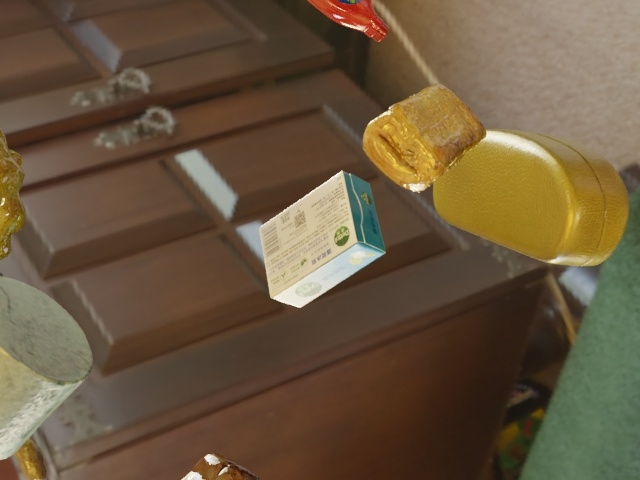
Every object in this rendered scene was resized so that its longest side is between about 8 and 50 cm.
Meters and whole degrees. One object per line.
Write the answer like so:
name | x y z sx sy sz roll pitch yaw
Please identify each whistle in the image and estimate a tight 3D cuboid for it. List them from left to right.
whistle | -0.469 0.151 1.511 0.168 0.404 0.188 -45 54 17

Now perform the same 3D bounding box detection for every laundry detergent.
laundry detergent | 0.037 -0.364 1.769 0.165 0.097 0.049 39 142 -13

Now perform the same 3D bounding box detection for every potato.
potato | -0.510 0.383 2.064 0.092 0.045 0.046 62 147 25

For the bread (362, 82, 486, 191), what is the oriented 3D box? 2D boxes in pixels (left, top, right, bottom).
bread | 0.131 -0.131 1.474 0.114 0.211 0.083 45 120 7

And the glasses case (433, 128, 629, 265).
glasses case | 0.322 -0.076 1.784 0.371 0.141 0.173 27 112 61

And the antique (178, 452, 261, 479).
antique | -0.175 0.440 1.658 0.129 0.223 0.278 18 85 48

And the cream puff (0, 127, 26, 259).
cream puff | -0.444 -0.070 1.457 0.194 0.194 0.221 27 133 54

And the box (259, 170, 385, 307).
box | 0.000 -0.001 1.872 0.194 0.073 0.139 -33 53 31
